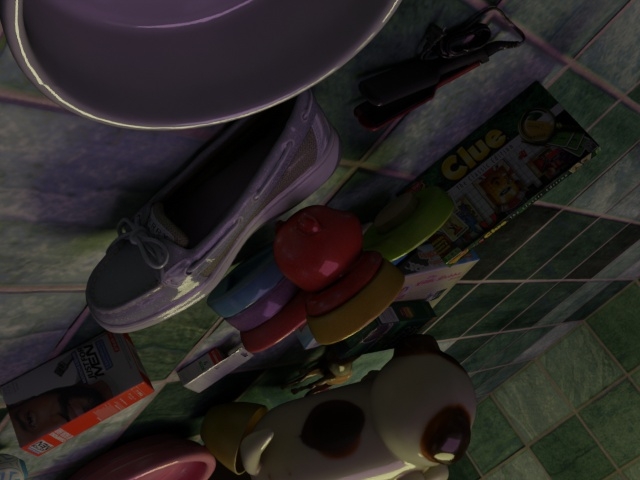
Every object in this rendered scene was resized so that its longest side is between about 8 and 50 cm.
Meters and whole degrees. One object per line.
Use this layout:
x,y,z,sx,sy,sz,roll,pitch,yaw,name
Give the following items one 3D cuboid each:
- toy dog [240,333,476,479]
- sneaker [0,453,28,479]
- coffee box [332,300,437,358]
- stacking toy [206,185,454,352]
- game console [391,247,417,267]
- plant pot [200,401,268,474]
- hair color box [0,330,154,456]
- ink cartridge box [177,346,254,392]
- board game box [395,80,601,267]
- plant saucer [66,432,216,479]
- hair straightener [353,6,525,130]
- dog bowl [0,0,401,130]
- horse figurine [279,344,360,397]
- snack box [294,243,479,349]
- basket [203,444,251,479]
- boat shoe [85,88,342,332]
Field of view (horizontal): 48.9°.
0.090,0.334,1.283,0.407,0.285,0.395,-30,131,19,toy dog
-0.528,0.396,1.031,0.237,0.085,0.086,-37,149,11,sneaker
0.117,0.158,1.256,0.184,0.040,0.113,2,141,-51,coffee box
0.000,0.000,0.879,0.279,0.130,0.309,-46,-166,-34,stacking toy
0.088,0.033,1.035,0.144,0.085,0.124,-40,-168,-6,game console
-0.171,0.362,1.337,0.134,0.095,0.134,16,90,-73,plant pot
-0.314,0.193,0.913,0.167,0.093,0.053,-29,153,-9,hair color box
-0.173,0.205,1.165,0.115,0.029,0.063,-34,154,0,ink cartridge box
0.245,-0.093,0.999,0.259,0.136,0.030,-40,151,12,board game box
-0.365,0.470,1.345,0.332,0.084,0.332,-26,153,-15,plant saucer
0.142,-0.202,0.793,0.230,0.047,0.089,-25,153,-17,hair straightener
-0.074,-0.188,0.453,0.264,0.104,0.265,-20,161,-7,dog bowl
0.019,0.256,1.430,0.174,0.066,0.263,-12,146,-28,horse figurine
0.121,0.090,1.261,0.321,0.060,0.187,-9,147,-40,snack box
-0.147,0.534,1.537,0.204,0.227,0.154,-27,153,-12,basket
-0.121,-0.035,0.722,0.320,0.118,0.103,-38,146,-1,boat shoe
